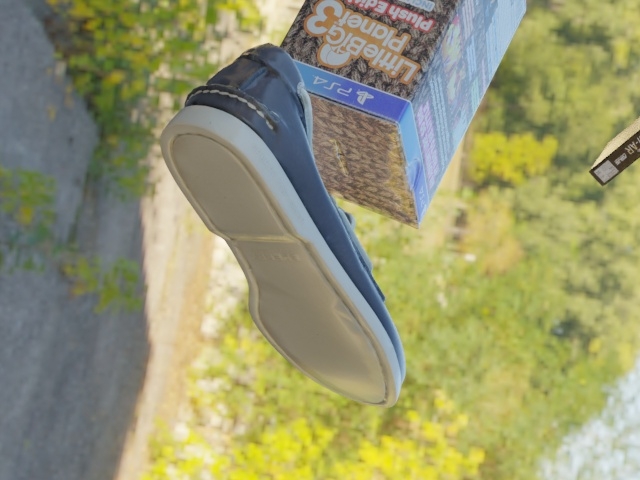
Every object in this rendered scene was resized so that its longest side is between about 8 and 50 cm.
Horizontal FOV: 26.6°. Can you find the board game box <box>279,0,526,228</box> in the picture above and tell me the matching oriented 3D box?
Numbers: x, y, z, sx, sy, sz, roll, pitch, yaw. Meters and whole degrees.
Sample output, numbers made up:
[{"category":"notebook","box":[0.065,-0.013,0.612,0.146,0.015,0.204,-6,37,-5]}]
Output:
[{"category":"board game box","box":[0.087,-0.201,1.360,0.291,0.141,0.232,-62,162,-18]}]

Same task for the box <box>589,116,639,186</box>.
[{"category":"box","box":[0.263,-0.086,1.109,0.083,0.018,0.067,-43,-179,37]}]

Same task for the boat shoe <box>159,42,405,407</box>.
[{"category":"boat shoe","box":[0.000,0.000,0.609,0.065,0.075,0.206,-59,140,-29]}]
